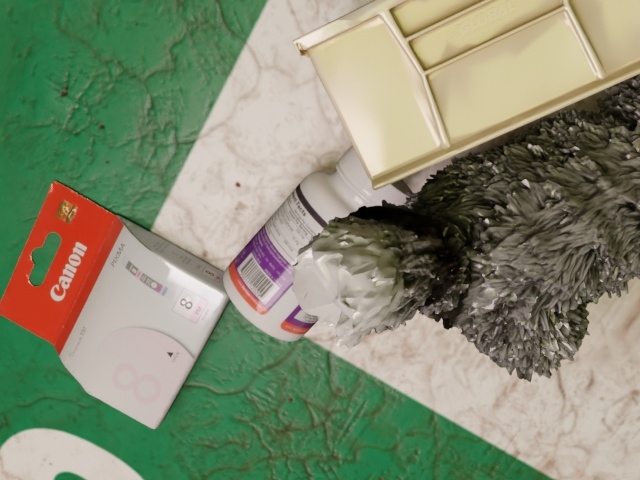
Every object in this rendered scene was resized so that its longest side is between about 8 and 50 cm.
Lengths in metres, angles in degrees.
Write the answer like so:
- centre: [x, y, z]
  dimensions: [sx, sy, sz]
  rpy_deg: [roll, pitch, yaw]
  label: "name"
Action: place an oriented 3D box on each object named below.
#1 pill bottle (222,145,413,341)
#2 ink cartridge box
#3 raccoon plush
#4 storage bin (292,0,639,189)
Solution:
- centre: [0.000, 0.000, 0.802]
  dimensions: [0.108, 0.108, 0.193]
  rpy_deg: [41, 106, -5]
  label: "pill bottle"
- centre: [-0.236, 0.073, 0.881]
  dimensions: [0.232, 0.066, 0.189]
  rpy_deg: [28, 107, -5]
  label: "ink cartridge box"
- centre: [0.218, -0.026, 0.618]
  dimensions: [0.299, 0.446, 0.216]
  rpy_deg: [-38, 85, 28]
  label: "raccoon plush"
- centre: [0.140, -0.162, 0.655]
  dimensions: [0.260, 0.262, 0.123]
  rpy_deg: [-24, 97, 12]
  label: "storage bin"
